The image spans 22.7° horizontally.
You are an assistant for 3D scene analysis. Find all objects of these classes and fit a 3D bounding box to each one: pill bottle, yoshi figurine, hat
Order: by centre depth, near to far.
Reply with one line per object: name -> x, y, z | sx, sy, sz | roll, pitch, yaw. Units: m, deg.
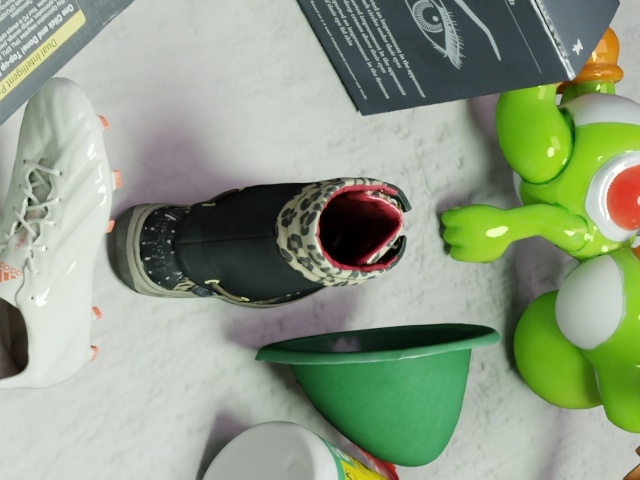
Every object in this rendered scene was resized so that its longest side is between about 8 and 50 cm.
pill bottle -> 0.015, 0.219, 1.144 | 0.208, 0.117, 0.118 | 38, 58, -42
hat -> 0.056, 0.160, 1.162 | 0.208, 0.173, 0.184 | -7, 93, -47
yoshi figurine -> 0.214, -0.001, 1.416 | 0.203, 0.203, 0.362 | 56, 20, -81

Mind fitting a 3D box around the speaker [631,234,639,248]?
speaker -> 0.332, 0.065, 1.604 | 0.055, 0.055, 0.136 | 14, 75, -50

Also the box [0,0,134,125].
box -> -0.247, -0.217, 0.878 | 0.395, 0.097, 0.318 | -52, 123, -37

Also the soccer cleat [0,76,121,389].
soccer cleat -> -0.167, 0.001, 0.953 | 0.076, 0.068, 0.196 | -16, 119, -45

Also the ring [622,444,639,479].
ring -> 0.208, 0.223, 1.257 | 0.032, 0.336, 0.336 | 49, 40, 10

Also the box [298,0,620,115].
box -> 0.099, -0.197, 1.225 | 0.108, 0.207, 0.153 | -55, 126, -39

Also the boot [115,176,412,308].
boot -> -0.001, 0.002, 1.100 | 0.236, 0.178, 0.085 | -1, 86, -50
